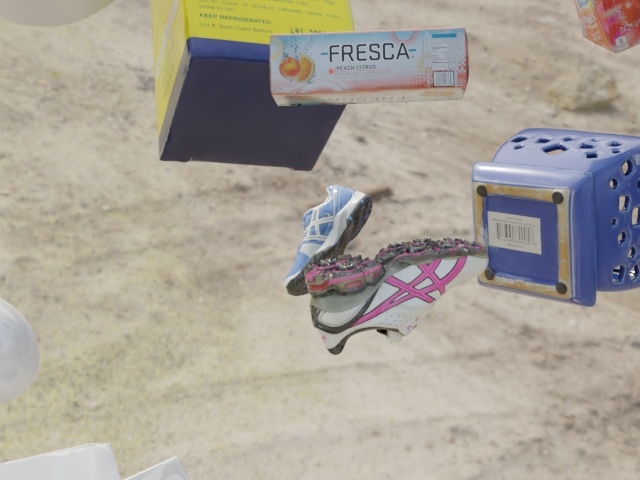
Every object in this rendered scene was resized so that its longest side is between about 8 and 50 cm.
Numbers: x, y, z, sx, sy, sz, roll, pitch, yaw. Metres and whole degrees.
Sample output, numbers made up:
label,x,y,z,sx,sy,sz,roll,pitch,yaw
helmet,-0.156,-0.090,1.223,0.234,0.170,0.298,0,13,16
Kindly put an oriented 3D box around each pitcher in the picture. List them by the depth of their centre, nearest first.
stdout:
label,x,y,z,sx,sy,sz,roll,pitch,yaw
pitcher,-0.466,0.130,1.217,0.125,0.207,0.178,9,51,44

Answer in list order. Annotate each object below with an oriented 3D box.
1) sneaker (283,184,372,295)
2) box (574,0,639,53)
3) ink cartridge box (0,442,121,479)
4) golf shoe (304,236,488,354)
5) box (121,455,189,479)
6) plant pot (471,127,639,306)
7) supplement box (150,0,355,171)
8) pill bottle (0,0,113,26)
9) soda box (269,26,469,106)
label,x,y,z,sx,sy,sz,roll,pitch,yaw
sneaker,0.000,0.000,1.605,0.081,0.080,0.211,30,75,23
box,0.508,-0.389,1.416,0.256,0.128,0.123,-22,24,1
ink cartridge box,-0.243,0.442,0.924,0.166,0.285,0.395,-6,46,-28
golf shoe,0.072,0.046,0.880,0.186,0.086,0.067,-13,12,-24
box,-0.207,0.348,1.221,0.101,0.087,0.102,-20,58,-24
plant pot,0.360,-0.033,1.479,0.236,0.236,0.212,11,24,43
supplement box,-0.092,-0.285,1.157,0.194,0.195,0.357,3,59,-19
pill bottle,-0.304,-0.407,0.938,0.224,0.392,0.224,0,62,-1
soda box,0.045,-0.162,0.909,0.183,0.058,0.063,-1,-4,3
